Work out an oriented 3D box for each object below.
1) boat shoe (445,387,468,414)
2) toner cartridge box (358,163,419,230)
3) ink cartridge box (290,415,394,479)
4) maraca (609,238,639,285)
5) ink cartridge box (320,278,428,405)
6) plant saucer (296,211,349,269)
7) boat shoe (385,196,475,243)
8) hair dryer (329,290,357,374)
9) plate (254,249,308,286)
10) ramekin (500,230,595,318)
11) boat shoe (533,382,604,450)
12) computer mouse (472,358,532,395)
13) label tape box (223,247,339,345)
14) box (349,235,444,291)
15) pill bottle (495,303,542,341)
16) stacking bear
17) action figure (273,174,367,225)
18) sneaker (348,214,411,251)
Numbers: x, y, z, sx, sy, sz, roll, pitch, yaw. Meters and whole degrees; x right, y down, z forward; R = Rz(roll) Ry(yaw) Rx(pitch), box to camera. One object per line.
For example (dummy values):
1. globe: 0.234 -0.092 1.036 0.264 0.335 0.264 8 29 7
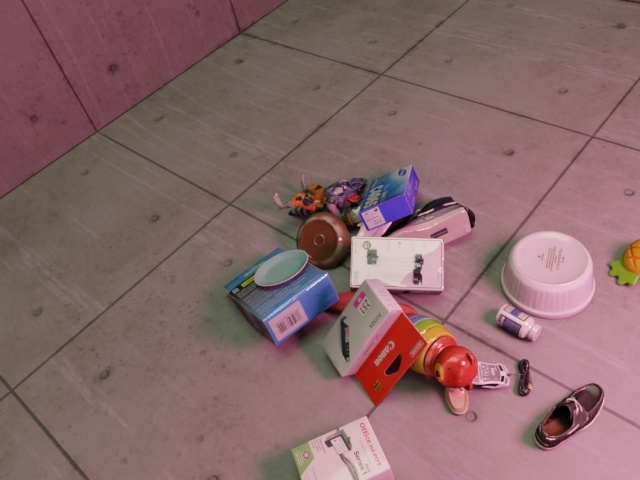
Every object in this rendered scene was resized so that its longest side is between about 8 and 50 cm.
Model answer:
1. boat shoe: 0.370 0.390 1.611 0.062 0.059 0.170 -7 46 8
2. toner cartridge box: 0.241 -0.153 2.011 0.165 0.075 0.348 -21 17 20
3. ink cartridge box: 0.057 0.572 1.500 0.219 0.093 0.160 -23 47 -7
4. maraca: 0.952 0.060 1.747 0.185 0.099 0.127 -39 35 11
5. ink cartridge box: 0.139 0.285 1.625 0.060 0.275 0.239 2 40 -42
6. plant saucer: 0.000 0.000 2.004 0.198 0.036 0.199 -1 88 24
7. boat shoe: 0.341 -0.038 1.995 0.340 0.127 0.158 -20 27 -2
8. hair dryer: 0.100 0.247 1.799 0.223 0.080 0.293 -34 47 -15
9. plate: -0.122 0.093 1.865 0.188 0.024 0.188 -19 28 11
10. ramekin: 0.683 0.090 1.762 0.272 0.127 0.273 -8 46 8
11. boat shoe: 0.638 0.437 1.488 0.233 0.079 0.084 -32 47 -17
12. computer mouse: 0.479 0.369 1.605 0.192 0.042 0.106 4 53 1
13. label tape box: -0.137 0.168 1.895 0.249 0.115 0.347 -35 26 -18
14. box: 0.239 0.080 1.846 0.289 0.087 0.169 0 75 5
15. pill bottle: 0.572 0.239 1.694 0.120 0.067 0.067 32 62 35
16. stacking bear: 0.300 0.301 1.601 0.164 0.176 0.289 -7 22 -34
17. action figure: 0.046 -0.141 2.155 0.330 0.179 0.341 19 23 26
18. sneaker: 0.201 -0.059 2.038 0.123 0.106 0.290 32 63 33
